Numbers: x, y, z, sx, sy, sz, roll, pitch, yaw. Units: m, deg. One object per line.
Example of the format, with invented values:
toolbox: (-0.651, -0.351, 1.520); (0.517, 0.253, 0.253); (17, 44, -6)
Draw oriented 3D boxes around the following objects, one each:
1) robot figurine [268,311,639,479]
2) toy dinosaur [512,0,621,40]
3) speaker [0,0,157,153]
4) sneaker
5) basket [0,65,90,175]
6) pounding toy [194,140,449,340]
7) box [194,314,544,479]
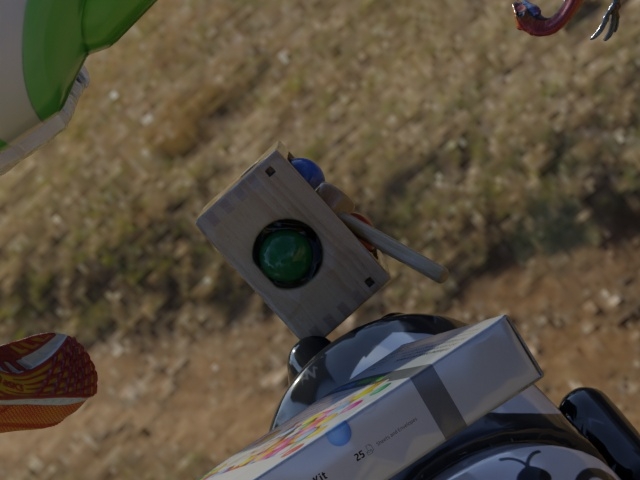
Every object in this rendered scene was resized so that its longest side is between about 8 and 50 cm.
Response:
robot figurine: (0.072, 0.148, 1.068); (0.209, 0.173, 0.278); (-47, 35, 4)
toy dinosaur: (0.111, -0.126, 0.780); (0.047, 0.090, 0.082); (25, 60, 14)
speaker: (-0.030, -0.153, 0.451); (0.296, 0.131, 0.131); (-45, 29, -2)
sneaker: (-0.199, 0.082, 1.004); (0.067, 0.175, 0.064); (-39, 56, 28)
basket: (-0.252, -0.090, 1.225); (0.167, 0.113, 0.103); (-31, 25, 13)
pounding toy: (0.000, 0.000, 1.192); (0.100, 0.130, 0.141); (-42, 5, 4)
box: (-0.001, 0.104, 0.879); (0.186, 0.038, 0.145); (-33, 1, -19)
